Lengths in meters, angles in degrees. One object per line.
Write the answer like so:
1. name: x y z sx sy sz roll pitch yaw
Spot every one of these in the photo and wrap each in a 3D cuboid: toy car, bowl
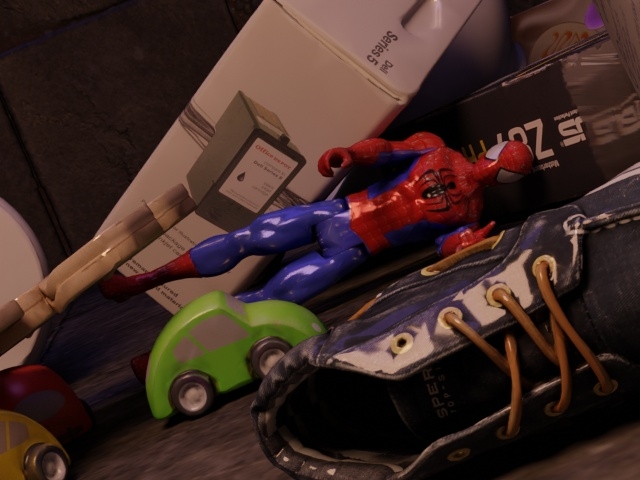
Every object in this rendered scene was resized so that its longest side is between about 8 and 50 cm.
1. toy car: -0.105 0.074 0.720 0.225 0.053 0.239 -23 4 0
2. bowl: 0.094 -0.131 1.269 0.134 0.298 0.298 19 -4 -10

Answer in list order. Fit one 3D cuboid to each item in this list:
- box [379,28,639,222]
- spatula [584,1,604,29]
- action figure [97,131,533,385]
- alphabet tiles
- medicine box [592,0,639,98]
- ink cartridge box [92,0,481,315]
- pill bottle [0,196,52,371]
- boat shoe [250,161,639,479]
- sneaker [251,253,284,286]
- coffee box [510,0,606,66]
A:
1. box: 0.274 -0.130 1.006 0.395 0.097 0.318 -24 2 -26
2. spatula: 0.293 -0.265 1.103 0.296 0.030 0.084 -47 12 -26
3. action figure: 0.000 0.000 0.855 0.280 0.091 0.139 -24 -4 2
4. alphabet tiles: -0.191 0.066 0.773 0.284 0.021 0.278 -36 3 14
5. medicine box: 0.218 -0.187 0.563 0.263 0.289 0.149 -23 -33 8
6. ink cartridge box: -0.023 -0.090 1.022 0.273 0.114 0.198 -48 5 39
7. pill bottle: -0.336 0.051 1.190 0.210 0.210 0.363 -24 5 -18
8. boat shoe: 0.060 0.029 0.393 0.083 0.065 0.183 -30 2 -42
9. sneaker: -0.071 -0.001 1.298 0.084 0.097 0.235 16 -21 -1
10. coffee box: 0.203 -0.166 1.528 0.246 0.141 0.098 -23 4 -14
